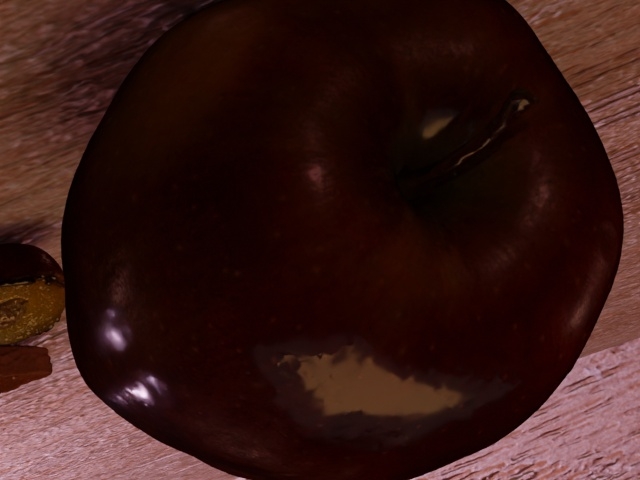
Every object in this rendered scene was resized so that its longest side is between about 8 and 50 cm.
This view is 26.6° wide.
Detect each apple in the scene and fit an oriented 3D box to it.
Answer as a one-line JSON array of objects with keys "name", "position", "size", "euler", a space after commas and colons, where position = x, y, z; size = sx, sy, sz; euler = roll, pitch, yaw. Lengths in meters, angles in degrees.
[{"name": "apple", "position": [0.000, 0.000, 0.750], "size": [0.288, 0.288, 0.317], "euler": [-7, 171, -36]}]

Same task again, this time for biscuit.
[{"name": "biscuit", "position": [-0.363, 0.133, 1.230], "size": [0.186, 0.036, 0.192], "euler": [-26, 164, 35]}]

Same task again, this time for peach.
[{"name": "peach", "position": [-0.233, 0.033, 0.985], "size": [0.098, 0.061, 0.098], "euler": [-19, 150, -12]}]
